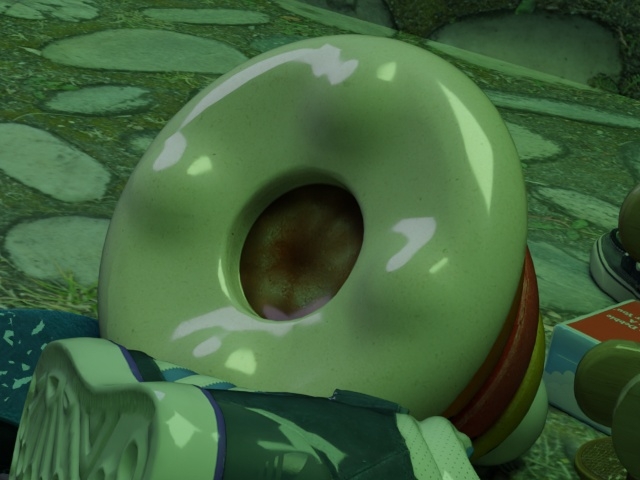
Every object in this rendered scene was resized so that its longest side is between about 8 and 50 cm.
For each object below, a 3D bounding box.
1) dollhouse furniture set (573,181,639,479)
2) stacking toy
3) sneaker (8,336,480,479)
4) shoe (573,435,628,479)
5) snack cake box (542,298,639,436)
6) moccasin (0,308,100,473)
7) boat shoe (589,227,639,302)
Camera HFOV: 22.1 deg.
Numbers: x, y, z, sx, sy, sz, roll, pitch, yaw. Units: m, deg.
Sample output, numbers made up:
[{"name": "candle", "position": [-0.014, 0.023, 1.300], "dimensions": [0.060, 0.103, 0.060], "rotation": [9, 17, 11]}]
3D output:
[{"name": "dollhouse furniture set", "position": [0.166, 0.174, 1.039], "dimensions": [0.256, 0.394, 0.362], "rotation": [14, 21, 6]}, {"name": "stacking toy", "position": [0.080, 0.079, 1.348], "dimensions": [0.350, 0.351, 0.480], "rotation": [28, -5, 37]}, {"name": "sneaker", "position": [-0.033, 0.141, 0.927], "dimensions": [0.236, 0.130, 0.323], "rotation": [15, -7, -22]}, {"name": "shoe", "position": [0.330, 0.236, 1.465], "dimensions": [0.219, 0.058, 0.076], "rotation": [16, 41, 21]}, {"name": "snack cake box", "position": [0.370, 0.158, 1.629], "dimensions": [0.264, 0.089, 0.152], "rotation": [27, 27, 35]}, {"name": "moccasin", "position": [-0.258, 0.116, 1.276], "dimensions": [0.342, 0.117, 0.138], "rotation": [16, 54, -21]}, {"name": "boat shoe", "position": [0.428, 0.021, 1.919], "dimensions": [0.127, 0.158, 0.340], "rotation": [5, 22, -19]}]
